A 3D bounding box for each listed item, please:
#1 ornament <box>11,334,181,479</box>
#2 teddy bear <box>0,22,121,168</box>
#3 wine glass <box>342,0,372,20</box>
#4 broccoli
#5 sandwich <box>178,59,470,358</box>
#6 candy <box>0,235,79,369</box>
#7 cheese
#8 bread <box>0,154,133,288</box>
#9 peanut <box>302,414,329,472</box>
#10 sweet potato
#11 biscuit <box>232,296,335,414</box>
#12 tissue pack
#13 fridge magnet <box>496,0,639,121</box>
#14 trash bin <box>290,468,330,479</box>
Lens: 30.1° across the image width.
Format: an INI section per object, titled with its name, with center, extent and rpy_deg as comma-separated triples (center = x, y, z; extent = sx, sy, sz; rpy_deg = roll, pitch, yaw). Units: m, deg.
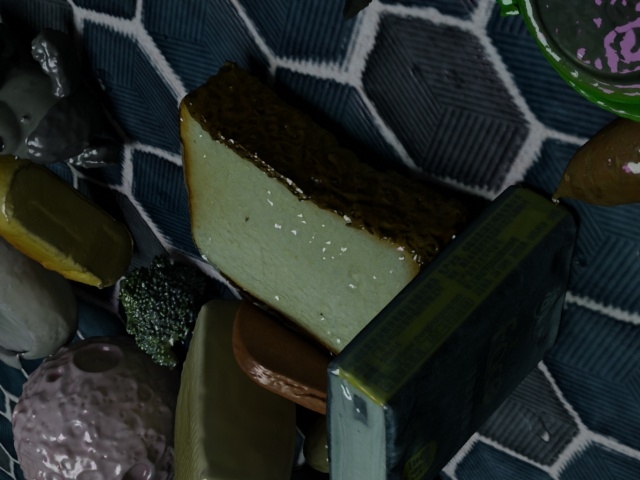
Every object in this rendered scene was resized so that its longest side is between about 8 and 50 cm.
[ornament]
center = -0.298, 0.251, 1.653
extent = 0.259, 0.259, 0.225
rpy_deg = 24, 130, 32
[teddy bear]
center = -0.353, -0.173, 1.370
extent = 0.251, 0.144, 0.171
rpy_deg = 25, 129, 28
[wine glass]
center = -0.035, -0.263, 0.973
extent = 0.198, 0.066, 0.066
rpy_deg = 40, 147, 14
[broccoli]
center = -0.209, 0.095, 1.531
extent = 0.122, 0.118, 0.204
rpy_deg = 42, 160, -2
[sandwich]
center = 0.000, 0.000, 1.180
extent = 0.301, 0.099, 0.271
rpy_deg = 33, 152, 19
[candy]
center = -0.512, 0.005, 1.697
extent = 0.427, 0.186, 0.386
rpy_deg = 38, 155, 13
[cheese]
center = -0.108, 0.234, 1.425
extent = 0.265, 0.124, 0.242
rpy_deg = 112, 155, -55
[bread]
center = -0.334, -0.026, 1.480
extent = 0.094, 0.102, 0.245
rpy_deg = 13, 163, 35
[peanut]
center = 0.040, 0.226, 1.387
extent = 0.082, 0.082, 0.187
rpy_deg = 50, 147, -4
[sweet potato]
center = 0.262, -0.069, 0.823
extent = 0.269, 0.075, 0.074
rpy_deg = -11, 117, 44
[biscuit]
center = -0.003, 0.119, 1.292
extent = 0.192, 0.186, 0.036
rpy_deg = 25, 113, -7
[tissue pack]
center = 0.108, 0.094, 1.004
extent = 0.081, 0.257, 0.185
rpy_deg = 32, 146, 26
[fridge magnet]
center = 0.206, -0.170, 0.757
extent = 0.208, 0.088, 0.208
rpy_deg = 26, 130, 35
[trash bin]
center = 0.041, 0.402, 1.514
extent = 0.223, 0.158, 0.343
rpy_deg = 54, 153, -10
